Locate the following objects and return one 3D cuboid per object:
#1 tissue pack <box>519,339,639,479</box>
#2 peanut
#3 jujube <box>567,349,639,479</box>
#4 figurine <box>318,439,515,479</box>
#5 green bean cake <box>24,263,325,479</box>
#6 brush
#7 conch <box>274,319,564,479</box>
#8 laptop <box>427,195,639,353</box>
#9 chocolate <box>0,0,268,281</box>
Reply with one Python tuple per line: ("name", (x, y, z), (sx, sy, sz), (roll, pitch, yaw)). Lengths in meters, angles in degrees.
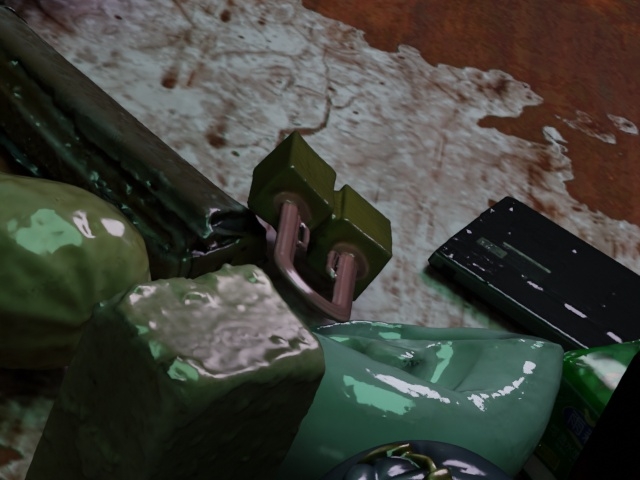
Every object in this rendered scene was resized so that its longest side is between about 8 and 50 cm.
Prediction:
("tissue pack", (0.248, 0.146, 1.105), (0.148, 0.156, 0.209), (-9, 47, -37))
("peanut", (-0.225, -0.001, 1.041), (0.256, 0.123, 0.123), (22, 33, 0))
("jujube", (0.246, 0.218, 0.820), (0.258, 0.258, 0.377), (-18, 95, -46))
("figurine", (0.012, 0.202, 0.868), (0.175, 0.197, 0.265), (47, 29, 9))
("green bean cake", (-0.080, 0.104, 0.924), (0.109, 0.179, 0.085), (-12, 49, -42))
("brush", (0.000, 0.000, 1.156), (0.103, 0.047, 0.233), (42, 12, -10))
("conch", (0.043, 0.099, 1.065), (0.221, 0.121, 0.185), (-3, 34, -32))
("laptop", (0.197, 0.044, 1.330), (0.207, 0.026, 0.154), (35, 35, 16))
("chocolate", (-0.167, -0.079, 1.231), (0.329, 0.065, 0.102), (41, 37, 27))
